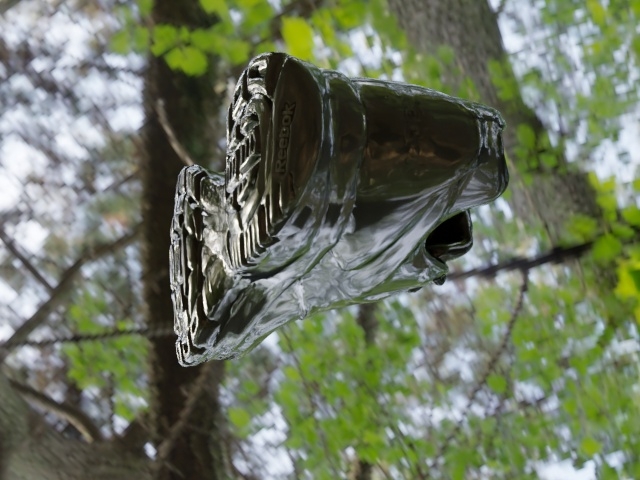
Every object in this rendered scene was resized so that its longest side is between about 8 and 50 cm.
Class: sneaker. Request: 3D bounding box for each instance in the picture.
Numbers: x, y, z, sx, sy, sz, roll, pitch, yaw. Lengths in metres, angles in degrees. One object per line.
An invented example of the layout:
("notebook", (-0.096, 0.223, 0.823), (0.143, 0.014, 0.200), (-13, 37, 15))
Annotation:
("sneaker", (0.000, 0.000, 0.760), (0.130, 0.286, 0.109), (2, -104, -17))
